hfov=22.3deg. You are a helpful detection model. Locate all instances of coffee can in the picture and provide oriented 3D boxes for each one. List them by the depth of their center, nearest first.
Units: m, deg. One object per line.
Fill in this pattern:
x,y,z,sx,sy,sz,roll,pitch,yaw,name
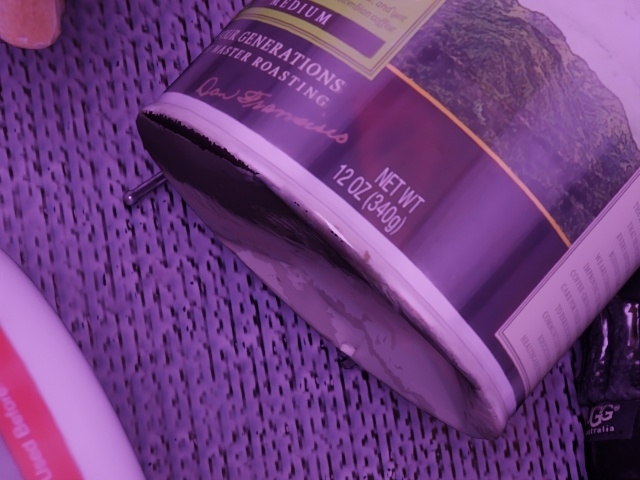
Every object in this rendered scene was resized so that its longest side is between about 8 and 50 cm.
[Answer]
0.087,-0.082,0.695,0.201,0.201,0.275,44,79,-10,coffee can

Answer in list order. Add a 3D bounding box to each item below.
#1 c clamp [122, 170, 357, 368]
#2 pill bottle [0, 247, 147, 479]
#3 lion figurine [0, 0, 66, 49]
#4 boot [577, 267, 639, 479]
0.000,0.000,0.799,0.160,0.022,0.137,49,60,-5,c clamp
-0.248,0.150,0.550,0.363,0.210,0.210,-25,90,-26,pill bottle
-0.041,-0.203,0.701,0.392,0.240,0.142,-36,94,-27,lion figurine
0.284,0.044,0.850,0.348,0.131,0.260,9,75,-21,boot
